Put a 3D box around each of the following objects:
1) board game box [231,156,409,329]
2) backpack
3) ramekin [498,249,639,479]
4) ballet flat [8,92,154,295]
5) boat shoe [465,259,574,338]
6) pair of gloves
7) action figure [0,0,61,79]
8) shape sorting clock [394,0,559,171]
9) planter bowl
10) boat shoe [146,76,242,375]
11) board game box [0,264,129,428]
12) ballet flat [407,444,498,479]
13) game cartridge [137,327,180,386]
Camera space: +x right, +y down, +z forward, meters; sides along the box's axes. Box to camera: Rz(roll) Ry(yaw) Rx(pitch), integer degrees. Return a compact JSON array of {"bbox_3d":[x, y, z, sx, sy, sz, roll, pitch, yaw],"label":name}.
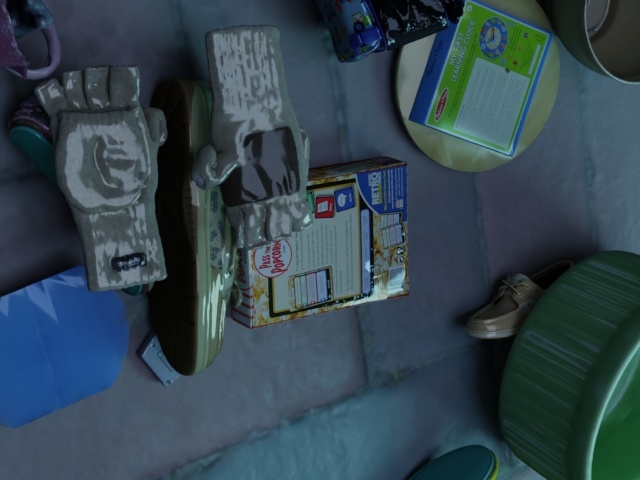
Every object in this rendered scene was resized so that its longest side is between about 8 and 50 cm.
[{"bbox_3d":[0.000,0.000,1.553,0.193,0.045,0.146,-10,107,-30],"label":"board game box"},{"bbox_3d":[0.047,-0.270,1.457,0.117,0.158,0.173,-22,100,-7],"label":"backpack"},{"bbox_3d":[0.340,0.158,1.705,0.303,0.148,0.303,-24,127,-36],"label":"ramekin"},{"bbox_3d":[-0.203,-0.050,1.406,0.079,0.077,0.221,-53,124,-33],"label":"ballet flat"},{"bbox_3d":[0.227,0.064,1.705,0.170,0.063,0.059,-20,109,-37],"label":"boat shoe"},{"bbox_3d":[-0.123,-0.076,1.362,0.240,0.042,0.204,-18,100,-21],"label":"pair of gloves"},{"bbox_3d":[-0.424,-0.153,1.208,0.370,0.276,0.248,-35,89,0],"label":"action figure"},{"bbox_3d":[0.168,-0.176,1.618,0.206,0.040,0.206,-9,107,-30],"label":"shape sorting clock"},{"bbox_3d":[0.315,-0.257,1.649,0.162,0.109,0.162,-8,106,-30],"label":"planter bowl"},{"bbox_3d":[-0.107,-0.012,1.449,0.089,0.104,0.285,-4,101,-35],"label":"boat shoe"},{"bbox_3d":[-0.264,0.096,1.422,0.169,0.033,0.133,-23,118,-20],"label":"board game box"},{"bbox_3d":[0.107,0.317,1.691,0.231,0.077,0.077,-37,140,-16],"label":"ballet flat"},{"bbox_3d":[-0.141,0.099,1.508,0.083,0.017,0.056,-44,124,-16],"label":"game cartridge"}]
